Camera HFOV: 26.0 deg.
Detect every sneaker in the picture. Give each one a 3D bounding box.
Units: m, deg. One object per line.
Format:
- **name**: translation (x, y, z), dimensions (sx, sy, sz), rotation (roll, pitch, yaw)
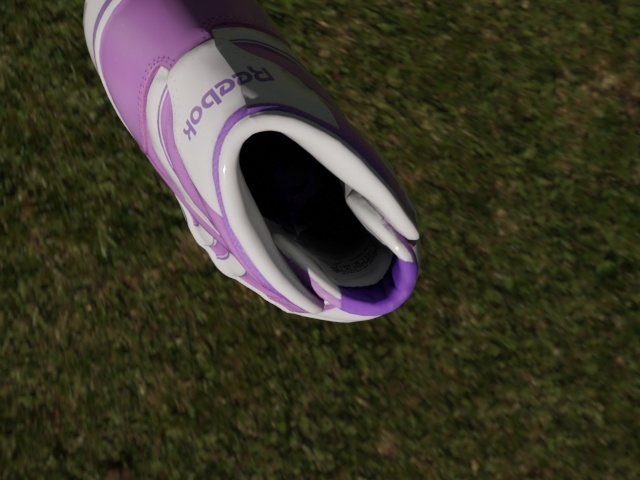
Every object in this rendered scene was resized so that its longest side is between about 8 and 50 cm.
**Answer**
- **sneaker**: translation (-0.001, 0.001, 0.641), dimensions (0.102, 0.161, 0.282), rotation (-41, 143, 3)
